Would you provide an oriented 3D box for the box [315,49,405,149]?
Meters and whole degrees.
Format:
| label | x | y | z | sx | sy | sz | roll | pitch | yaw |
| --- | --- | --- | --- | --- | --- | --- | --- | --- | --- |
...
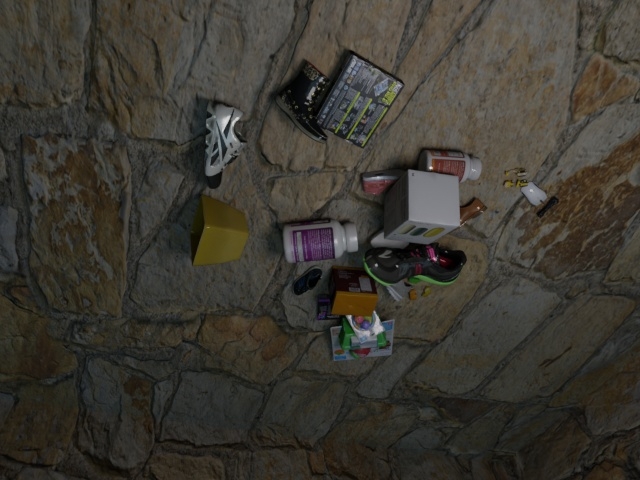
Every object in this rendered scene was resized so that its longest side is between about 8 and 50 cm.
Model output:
| label | x | y | z | sx | sy | sz | roll | pitch | yaw |
| --- | --- | --- | --- | --- | --- | --- | --- | --- | --- |
| box | 0.128 | -0.485 | 1.465 | 0.217 | 0.060 | 0.270 | 21 | 123 | -20 |

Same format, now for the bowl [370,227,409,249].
| label | x | y | z | sx | sy | sz | roll | pitch | yaw |
| --- | --- | --- | --- | --- | --- | --- | --- | --- | --- |
| bowl | 0.304 | -0.004 | 1.845 | 0.142 | 0.053 | 0.142 | -35 | 121 | 21 |

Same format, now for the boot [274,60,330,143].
| label | x | y | z | sx | sy | sz | roll | pitch | yaw |
| --- | --- | --- | --- | --- | --- | --- | --- | --- | --- |
| boot | -0.025 | -0.463 | 1.407 | 0.236 | 0.085 | 0.178 | 47 | 112 | 6 |

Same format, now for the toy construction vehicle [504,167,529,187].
| label | x | y | z | sx | sy | sz | roll | pitch | yaw |
| --- | --- | --- | --- | --- | --- | --- | --- | --- | --- |
| toy construction vehicle | 0.803 | -0.256 | 1.710 | 0.099 | 0.035 | 0.085 | -8 | 138 | 5 |

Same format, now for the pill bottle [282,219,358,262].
| label | x | y | z | sx | sy | sz | roll | pitch | yaw |
| --- | --- | --- | --- | --- | --- | --- | --- | --- | --- |
| pill bottle | 0.000 | 0.000 | 1.752 | 0.302 | 0.169 | 0.169 | -6 | 127 | 1 |

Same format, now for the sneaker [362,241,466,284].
| label | x | y | z | sx | sy | sz | roll | pitch | yaw |
| --- | --- | --- | --- | --- | --- | --- | --- | --- | --- |
| sneaker | 0.399 | 0.076 | 1.761 | 0.484 | 0.185 | 0.202 | 1 | 144 | -22 |

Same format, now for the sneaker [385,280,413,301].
| label | x | y | z | sx | sy | sz | roll | pitch | yaw |
| --- | --- | --- | --- | --- | --- | --- | --- | --- | --- |
| sneaker | 0.325 | 0.158 | 1.943 | 0.115 | 0.105 | 0.281 | -37 | 119 | 11 |

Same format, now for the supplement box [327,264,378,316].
| label | x | y | z | sx | sy | sz | roll | pitch | yaw |
| --- | --- | --- | --- | --- | --- | --- | --- | --- | --- |
| supplement box | 0.144 | 0.231 | 1.921 | 0.192 | 0.194 | 0.129 | 5 | 126 | -9 |

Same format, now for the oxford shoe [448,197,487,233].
| label | x | y | z | sx | sy | sz | roll | pitch | yaw |
| --- | --- | --- | --- | --- | --- | --- | --- | --- | --- |
| oxford shoe | 0.605 | -0.103 | 1.797 | 0.212 | 0.076 | 0.076 | -41 | 90 | 26 |

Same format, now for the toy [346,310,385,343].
| label | x | y | z | sx | sy | sz | roll | pitch | yaw |
| --- | --- | --- | --- | --- | --- | --- | --- | --- | --- |
| toy | 0.200 | 0.363 | 2.017 | 0.137 | 0.056 | 0.237 | -29 | 83 | -3 |

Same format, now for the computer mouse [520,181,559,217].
| label | x | y | z | sx | sy | sz | roll | pitch | yaw |
| --- | --- | --- | --- | --- | --- | --- | --- | --- | --- |
| computer mouse | 0.922 | -0.177 | 1.769 | 0.193 | 0.042 | 0.106 | 31 | 120 | -25 |

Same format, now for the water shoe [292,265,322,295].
| label | x | y | z | sx | sy | sz | roll | pitch | yaw |
| --- | --- | --- | --- | --- | --- | --- | --- | --- | --- |
| water shoe | -0.067 | 0.202 | 1.954 | 0.073 | 0.080 | 0.203 | 27 | 120 | -22 |

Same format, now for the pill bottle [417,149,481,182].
| label | x | y | z | sx | sy | sz | roll | pitch | yaw |
| --- | --- | --- | --- | --- | --- | --- | --- | --- | --- |
| pill bottle | 0.496 | -0.282 | 1.607 | 0.217 | 0.121 | 0.121 | 3 | 127 | -6 |

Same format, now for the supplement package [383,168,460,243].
| label | x | y | z | sx | sy | sz | roll | pitch | yaw |
| --- | --- | --- | --- | --- | --- | --- | --- | --- | --- |
| supplement package | 0.379 | -0.120 | 1.602 | 0.200 | 0.197 | 0.262 | 6 | 164 | -9 |

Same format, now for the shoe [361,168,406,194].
| label | x | y | z | sx | sy | sz | roll | pitch | yaw |
| --- | --- | --- | --- | --- | --- | --- | --- | --- | --- |
| shoe | 0.256 | -0.233 | 1.666 | 0.178 | 0.063 | 0.081 | -4 | 129 | 6 |

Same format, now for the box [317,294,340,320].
| label | x | y | z | sx | sy | sz | roll | pitch | yaw |
| --- | --- | --- | --- | --- | --- | --- | --- | --- | --- |
| box | 0.043 | 0.337 | 2.097 | 0.116 | 0.029 | 0.161 | -1 | 125 | -5 |

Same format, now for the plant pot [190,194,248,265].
| label | x | y | z | sx | sy | sz | roll | pitch | yaw |
| --- | --- | --- | --- | --- | --- | --- | --- | --- | --- |
| plant pot | -0.406 | -0.031 | 1.688 | 0.188 | 0.212 | 0.212 | 8 | 127 | -26 |

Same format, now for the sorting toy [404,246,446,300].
| label | x | y | z | sx | sy | sz | roll | pitch | yaw |
| --- | --- | --- | --- | --- | --- | --- | --- | --- | --- |
| sorting toy | 0.494 | 0.170 | 1.998 | 0.229 | 0.041 | 0.307 | -12 | 127 | 4 |

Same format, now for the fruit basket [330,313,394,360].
| label | x | y | z | sx | sy | sz | roll | pitch | yaw |
| --- | --- | --- | --- | --- | --- | --- | --- | --- | --- |
| fruit basket | 0.221 | 0.538 | 2.182 | 0.328 | 0.165 | 0.352 | -5 | 130 | 0 |

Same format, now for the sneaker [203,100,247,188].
| label | x | y | z | sx | sy | sz | roll | pitch | yaw |
| --- | --- | --- | --- | --- | --- | --- | --- | --- | --- |
| sneaker | -0.342 | -0.325 | 1.509 | 0.147 | 0.122 | 0.330 | 8 | 126 | -8 |
